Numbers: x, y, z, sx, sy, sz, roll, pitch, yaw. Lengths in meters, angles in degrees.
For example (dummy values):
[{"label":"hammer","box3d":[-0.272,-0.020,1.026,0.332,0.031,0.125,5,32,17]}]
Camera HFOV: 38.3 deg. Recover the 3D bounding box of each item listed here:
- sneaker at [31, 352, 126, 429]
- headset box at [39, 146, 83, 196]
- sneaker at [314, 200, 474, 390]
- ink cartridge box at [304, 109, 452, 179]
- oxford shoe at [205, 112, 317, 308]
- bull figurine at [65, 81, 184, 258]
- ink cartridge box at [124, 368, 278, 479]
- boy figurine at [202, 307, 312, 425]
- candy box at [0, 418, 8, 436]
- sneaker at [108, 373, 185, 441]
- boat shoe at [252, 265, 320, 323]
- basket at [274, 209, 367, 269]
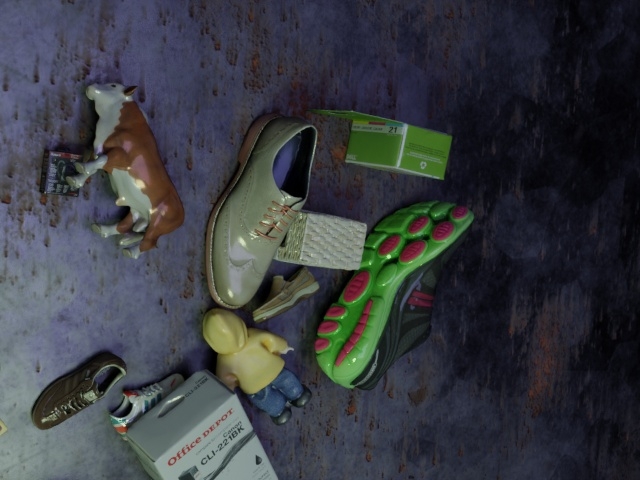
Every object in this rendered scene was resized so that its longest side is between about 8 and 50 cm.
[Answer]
[{"label":"sneaker","box3d":[-0.430,0.270,1.652,0.188,0.071,0.066,-42,118,-22]},{"label":"headset box","box3d":[-0.450,-0.120,1.604,0.062,0.032,0.083,5,94,-35]},{"label":"sneaker","box3d":[0.167,0.112,1.997,0.483,0.185,0.202,-52,139,-13]},{"label":"ink cartridge box","box3d":[0.107,-0.198,1.876,0.255,0.188,0.097,8,94,-33]},{"label":"oxford shoe","box3d":[-0.113,-0.056,1.772,0.140,0.146,0.397,15,89,-35]},{"label":"bull figurine","box3d":[-0.343,-0.123,1.622,0.188,0.101,0.310,-45,122,-34]},{"label":"ink cartridge box","box3d":[-0.221,0.412,1.754,0.197,0.114,0.273,-39,130,-24]},{"label":"boy figurine","box3d":[-0.143,0.247,1.831,0.177,0.092,0.285,-43,117,-6]},{"label":"candy box","box3d":[-0.675,0.242,1.472,0.183,0.087,0.316,-41,117,-21]},{"label":"sneaker","box3d":[-0.327,0.299,1.735,0.161,0.057,0.075,-43,124,-18]},{"label":"boat shoe","box3d":[-0.080,0.105,1.862,0.190,0.068,0.072,-30,95,-51]},{"label":"basket","box3d":[0.000,0.000,1.883,0.167,0.103,0.113,9,91,-34]}]
